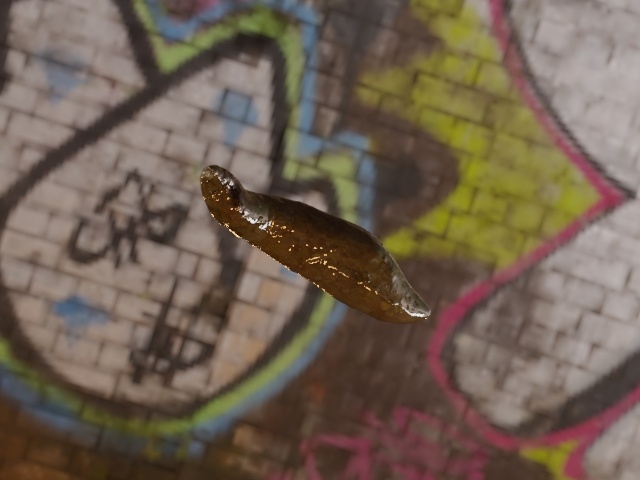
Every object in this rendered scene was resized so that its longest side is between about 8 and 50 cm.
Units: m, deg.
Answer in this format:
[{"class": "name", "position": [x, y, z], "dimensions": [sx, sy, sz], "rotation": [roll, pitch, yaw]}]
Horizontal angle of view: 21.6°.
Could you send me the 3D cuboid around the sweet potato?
[{"class": "sweet potato", "position": [-0.005, 0.001, 0.823], "dimensions": [0.153, 0.038, 0.041], "rotation": [32, 153, -29]}]
